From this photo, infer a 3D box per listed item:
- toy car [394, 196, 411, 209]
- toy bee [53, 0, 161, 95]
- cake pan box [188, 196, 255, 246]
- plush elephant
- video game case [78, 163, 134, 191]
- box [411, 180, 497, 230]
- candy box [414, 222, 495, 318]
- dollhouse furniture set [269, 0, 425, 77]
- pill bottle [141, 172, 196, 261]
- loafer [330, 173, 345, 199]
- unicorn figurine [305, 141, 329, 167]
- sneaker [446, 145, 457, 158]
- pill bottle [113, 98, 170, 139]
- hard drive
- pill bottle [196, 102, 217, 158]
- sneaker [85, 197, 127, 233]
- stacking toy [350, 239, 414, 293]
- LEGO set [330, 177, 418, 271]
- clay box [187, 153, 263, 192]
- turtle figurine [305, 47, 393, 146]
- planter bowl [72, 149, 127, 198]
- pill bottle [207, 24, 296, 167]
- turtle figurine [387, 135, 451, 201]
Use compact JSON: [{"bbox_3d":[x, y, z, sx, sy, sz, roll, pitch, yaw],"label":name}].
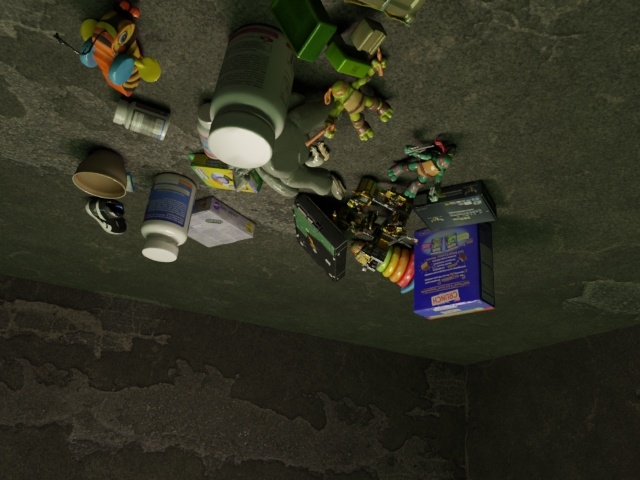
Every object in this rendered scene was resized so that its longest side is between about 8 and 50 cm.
[{"bbox_3d":[0.267,-0.109,1.783,0.040,0.060,0.122,41,144,1],"label":"toy car"},{"bbox_3d":[-0.434,-0.424,1.156,0.195,0.162,0.298,35,177,-22],"label":"toy bee"},{"bbox_3d":[-0.427,-0.063,2.034,0.266,0.070,0.245,-12,148,35],"label":"cake pan box"},{"bbox_3d":[-0.140,-0.255,1.357,0.330,0.255,0.272,-17,124,-31],"label":"plush elephant"},{"bbox_3d":[-0.737,-0.215,1.832,0.166,0.015,0.119,11,156,-9],"label":"video game case"},{"bbox_3d":[0.438,-0.109,1.733,0.232,0.059,0.183,-9,153,29],"label":"box"},{"bbox_3d":[0.466,0.098,1.869,0.122,0.317,0.268,27,149,-38],"label":"candy box"},{"bbox_3d":[0.078,-0.482,0.991,0.197,0.151,0.301,0,147,-41],"label":"dollhouse furniture set"},{"bbox_3d":[-0.513,-0.074,1.777,0.152,0.272,0.152,5,155,2],"label":"pill bottle"},{"bbox_3d":[0.051,-0.180,1.705,0.045,0.039,0.125,32,165,29],"label":"loafer"},{"bbox_3d":[-0.046,-0.233,1.572,0.161,0.060,0.111,-8,152,28],"label":"unicorn figurine"},{"bbox_3d":[0.364,-0.235,1.499,0.031,0.035,0.083,8,156,-5],"label":"sneaker"},{"bbox_3d":[-0.485,-0.330,1.440,0.137,0.078,0.078,17,154,-22],"label":"pill bottle"},{"bbox_3d":[0.000,0.000,1.908,0.237,0.064,0.339,47,165,20],"label":"hard drive"},{"bbox_3d":[-0.290,-0.300,1.449,0.087,0.087,0.160,5,155,2],"label":"pill bottle"},{"bbox_3d":[-0.792,-0.087,2.049,0.121,0.079,0.217,-1,153,20],"label":"sneaker"},{"bbox_3d":[0.259,0.071,2.105,0.301,0.175,0.166,24,159,-5],"label":"stacking toy"},{"bbox_3d":[0.153,-0.032,1.742,0.255,0.192,0.331,31,154,-11],"label":"LEGO set"},{"bbox_3d":[-0.304,-0.210,1.656,0.222,0.053,0.127,8,157,22],"label":"clay box"},{"bbox_3d":[0.072,-0.315,1.250,0.087,0.270,0.217,39,-171,31],"label":"turtle figurine"},{"bbox_3d":[-0.693,-0.220,1.696,0.162,0.109,0.162,6,155,3],"label":"planter bowl"},{"bbox_3d":[-0.148,-0.309,1.144,0.160,0.283,0.160,6,151,3],"label":"pill bottle"},{"bbox_3d":[0.295,-0.196,1.486,0.118,0.175,0.234,-31,-176,-24],"label":"turtle figurine"}]
